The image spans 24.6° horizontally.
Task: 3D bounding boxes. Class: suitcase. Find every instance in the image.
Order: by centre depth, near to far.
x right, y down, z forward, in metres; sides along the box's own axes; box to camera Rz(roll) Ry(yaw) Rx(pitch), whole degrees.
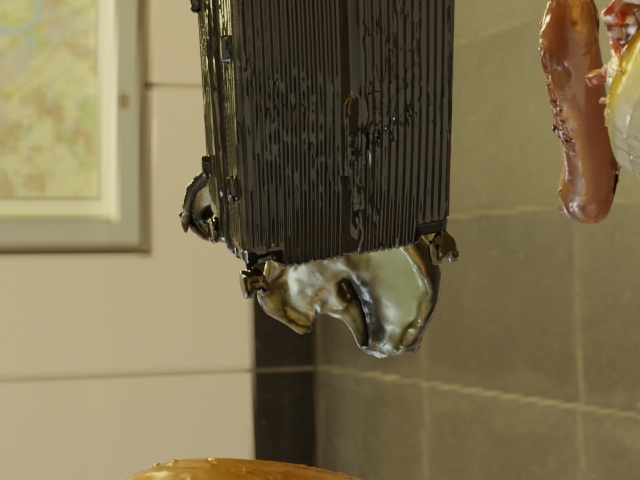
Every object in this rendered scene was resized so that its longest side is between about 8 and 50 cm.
[{"bbox_3d":[0.008,-0.138,1.389,0.152,0.229,0.335,-128,32,-57],"label":"suitcase"}]

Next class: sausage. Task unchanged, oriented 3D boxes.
[{"bbox_3d":[0.283,-0.136,1.595,0.078,0.078,0.304,-116,7,-47],"label":"sausage"}]

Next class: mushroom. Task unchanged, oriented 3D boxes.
[{"bbox_3d":[0.000,-0.001,1.813,0.247,0.344,0.130,-63,0,33],"label":"mushroom"}]

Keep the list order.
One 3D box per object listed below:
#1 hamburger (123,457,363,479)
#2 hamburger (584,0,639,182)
[{"bbox_3d":[-0.080,0.314,1.309,0.284,0.304,0.174,-54,33,42],"label":"hamburger"},{"bbox_3d":[0.287,-0.122,0.940,0.151,0.227,0.295,58,-176,21],"label":"hamburger"}]
